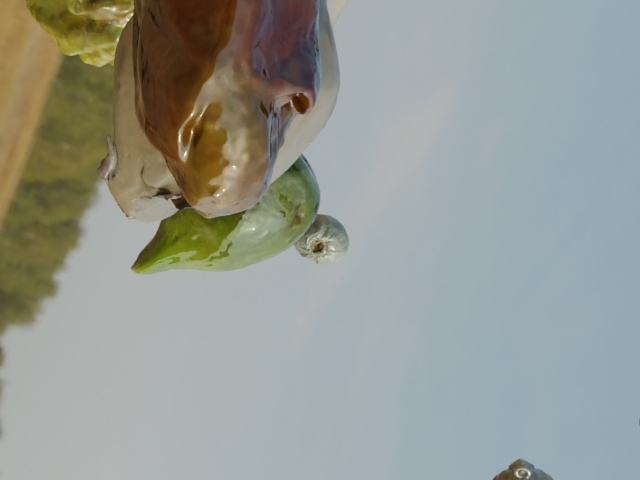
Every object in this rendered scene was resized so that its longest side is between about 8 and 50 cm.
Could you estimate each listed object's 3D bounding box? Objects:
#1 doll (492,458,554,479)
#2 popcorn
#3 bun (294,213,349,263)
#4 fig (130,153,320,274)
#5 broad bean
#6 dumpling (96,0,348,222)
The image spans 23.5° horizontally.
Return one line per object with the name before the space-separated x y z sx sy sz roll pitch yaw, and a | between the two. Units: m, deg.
doll | 0.224 0.300 1.724 0.180 0.094 0.079 87 3 -55
popcorn | -0.199 -0.250 1.453 0.142 0.173 0.173 -36 170 -36
bun | 0.000 0.000 2.229 0.083 0.083 0.045 -62 180 31
fig | -0.136 -0.034 2.027 0.275 0.206 0.206 -38 -167 2
broad bean | -0.058 -0.130 0.981 0.156 0.122 0.228 140 -55 -72
dumpling | -0.049 -0.119 1.188 0.293 0.204 0.163 -57 -135 20
